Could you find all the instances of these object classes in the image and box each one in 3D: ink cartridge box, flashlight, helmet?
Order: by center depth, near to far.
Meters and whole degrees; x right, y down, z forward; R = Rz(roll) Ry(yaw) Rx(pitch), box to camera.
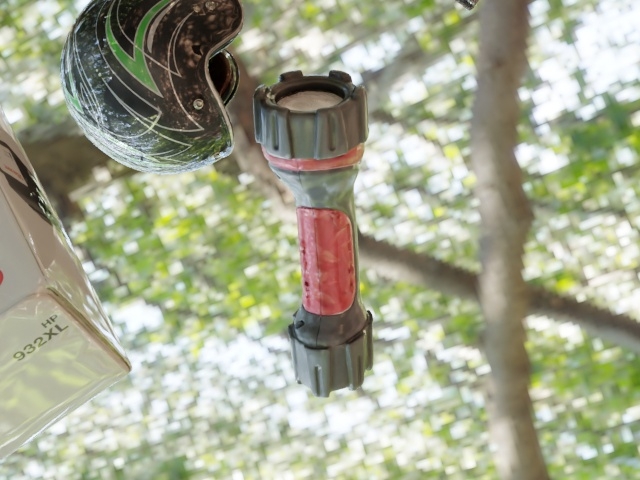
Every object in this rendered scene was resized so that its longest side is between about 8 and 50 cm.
[{"bbox_3d":[-0.298,0.020,1.216,0.307,0.223,0.129,57,-178,39],"label":"ink cartridge box"},{"bbox_3d":[-0.141,-0.140,1.500,0.169,0.169,0.161,39,-119,-33],"label":"helmet"},{"bbox_3d":[0.000,0.000,1.584,0.103,0.103,0.304,-15,-60,-21],"label":"flashlight"}]

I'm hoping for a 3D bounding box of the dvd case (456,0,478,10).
[{"bbox_3d":[0.095,-0.330,1.654,0.221,0.018,0.164,39,-130,2],"label":"dvd case"}]
